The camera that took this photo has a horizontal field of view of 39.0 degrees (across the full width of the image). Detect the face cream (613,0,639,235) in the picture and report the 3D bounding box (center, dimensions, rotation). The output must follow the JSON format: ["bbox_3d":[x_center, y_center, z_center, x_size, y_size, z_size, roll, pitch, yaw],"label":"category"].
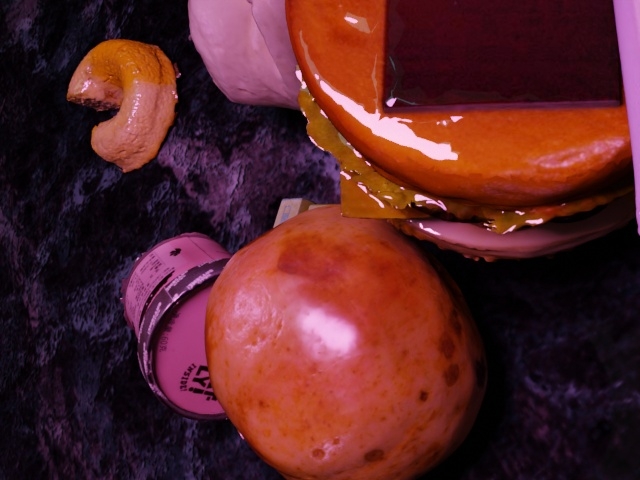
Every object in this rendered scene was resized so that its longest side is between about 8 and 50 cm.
[{"bbox_3d":[0.204,-0.136,0.437,0.154,0.096,0.273,-14,80,17],"label":"face cream"}]

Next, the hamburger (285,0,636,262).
[{"bbox_3d":[0.126,-0.120,0.604,0.291,0.225,0.290,-3,73,8],"label":"hamburger"}]

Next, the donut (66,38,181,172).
[{"bbox_3d":[-0.245,-0.183,1.122,0.146,0.078,0.181,-47,49,22],"label":"donut"}]

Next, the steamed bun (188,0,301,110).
[{"bbox_3d":[0.018,-0.246,0.784,0.206,0.275,0.320,51,146,30],"label":"steamed bun"}]

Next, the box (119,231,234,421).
[{"bbox_3d":[-0.111,0.071,0.847,0.151,0.151,0.135,-60,37,6],"label":"box"}]

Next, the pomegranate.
[{"bbox_3d":[0.010,0.086,0.676,0.215,0.215,0.215,-18,62,38],"label":"pomegranate"}]

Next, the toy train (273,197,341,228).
[{"bbox_3d":[0.000,0.000,0.839,0.122,0.050,0.081,-1,66,44],"label":"toy train"}]
